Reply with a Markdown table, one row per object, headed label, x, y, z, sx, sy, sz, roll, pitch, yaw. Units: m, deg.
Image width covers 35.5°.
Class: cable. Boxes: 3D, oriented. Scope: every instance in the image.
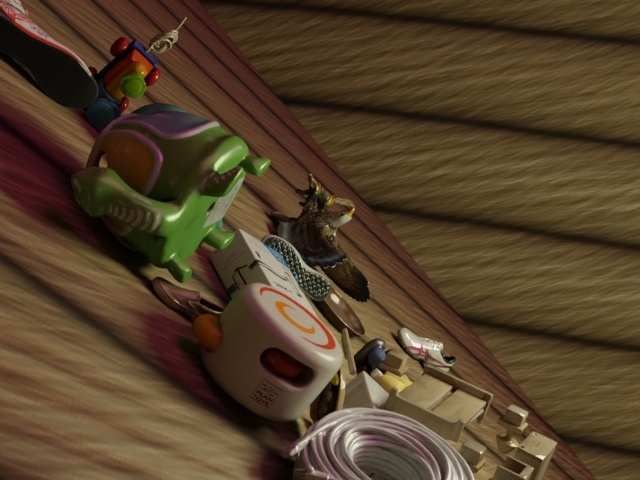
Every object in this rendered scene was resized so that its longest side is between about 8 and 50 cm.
| label | x | y | z | sx | sy | sz | roll | pitch | yaw |
| --- | --- | --- | --- | --- | --- | --- | --- | --- | --- |
| cable | 0.088 | 0.342 | 1.434 | 0.257 | 0.089 | 0.257 | 25 | 24 | 17 |

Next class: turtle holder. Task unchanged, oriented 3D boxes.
| label | x | y | z | sx | sy | sz | roll | pitch | yaw |
| --- | --- | --- | --- | --- | --- | --- | --- | --- | --- |
| turtle holder | -0.254 | -0.074 | 1.550 | 0.227 | 0.243 | 0.320 | 33 | 48 | 7 |

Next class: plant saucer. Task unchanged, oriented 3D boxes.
| label | x | y | z | sx | sy | sz | roll | pitch | yaw |
| --- | --- | --- | --- | --- | --- | --- | --- | --- | --- |
| plant saucer | 0.037 | 0.160 | 2.289 | 0.168 | 0.029 | 0.168 | 46 | 10 | -11 |

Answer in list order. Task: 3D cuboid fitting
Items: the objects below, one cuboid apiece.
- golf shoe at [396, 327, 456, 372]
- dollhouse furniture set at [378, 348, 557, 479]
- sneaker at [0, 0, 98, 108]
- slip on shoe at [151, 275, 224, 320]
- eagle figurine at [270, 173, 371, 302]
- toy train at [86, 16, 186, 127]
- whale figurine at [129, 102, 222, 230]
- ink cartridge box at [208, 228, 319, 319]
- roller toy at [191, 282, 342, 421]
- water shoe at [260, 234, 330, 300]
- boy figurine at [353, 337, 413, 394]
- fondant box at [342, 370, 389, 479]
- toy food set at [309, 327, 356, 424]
| label | x | y | z | sx | sy | sz | roll | pitch | yaw |
| --- | --- | --- | --- | --- | --- | --- | --- | --- | --- |
| golf shoe | 0.279 | 0.285 | 2.659 | 0.186 | 0.086 | 0.067 | 43 | 14 | -22 |
| dollhouse furniture set | 0.198 | 0.361 | 1.725 | 0.356 | 0.173 | 0.303 | 24 | 15 | 22 |
| sneaker | -0.505 | -0.350 | 1.756 | 0.270 | 0.090 | 0.145 | 35 | 20 | -42 |
| slip on shoe | -0.204 | 0.092 | 1.557 | 0.135 | 0.041 | 0.051 | 43 | 13 | -30 |
| eagle figurine | 0.005 | -0.005 | 2.385 | 0.225 | 0.227 | 0.298 | 114 | -24 | -58 |
| toy train | -0.344 | -0.318 | 1.871 | 0.105 | 0.248 | 0.143 | 43 | 17 | -28 |
| whale figurine | -0.260 | -0.140 | 1.864 | 0.272 | 0.141 | 0.216 | 53 | 11 | 14 |
| ink cartridge box | -0.099 | 0.096 | 1.836 | 0.148 | 0.086 | 0.203 | 35 | 17 | -52 |
| roller toy | -0.079 | 0.172 | 1.504 | 0.191 | 0.146 | 0.209 | 43 | 12 | 26 |
| water shoe | -0.068 | 0.062 | 2.166 | 0.203 | 0.073 | 0.080 | 43 | -14 | -24 |
| boy figurine | 0.172 | 0.334 | 2.073 | 0.177 | 0.092 | 0.285 | 39 | 15 | -41 |
| fondant box | 0.141 | 0.404 | 1.706 | 0.238 | 0.096 | 0.330 | 44 | 13 | -23 |
| toy food set | 0.005 | 0.244 | 1.588 | 0.039 | 0.192 | 0.132 | 11 | 25 | -13 |
